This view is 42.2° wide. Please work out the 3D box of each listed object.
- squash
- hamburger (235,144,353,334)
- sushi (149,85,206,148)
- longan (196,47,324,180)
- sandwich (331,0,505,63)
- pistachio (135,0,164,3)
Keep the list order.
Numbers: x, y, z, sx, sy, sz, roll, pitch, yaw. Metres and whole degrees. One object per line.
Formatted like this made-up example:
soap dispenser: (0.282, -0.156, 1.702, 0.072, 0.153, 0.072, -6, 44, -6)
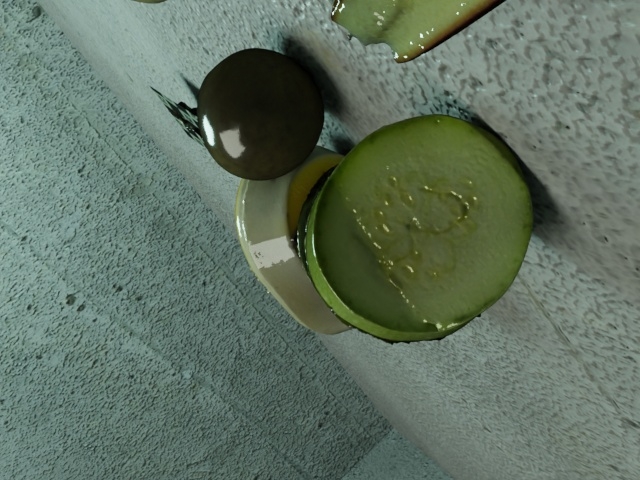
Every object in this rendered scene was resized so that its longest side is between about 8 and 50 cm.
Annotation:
squash: (0.089, -0.003, 0.809, 0.220, 0.220, 0.133, 48, 173, 1)
hamburger: (0.000, 0.000, 1.199, 0.151, 0.227, 0.295, 1, 134, 44)
sushi: (-0.240, -0.247, 1.741, 0.215, 0.050, 0.192, 35, 168, 32)
longan: (-0.080, -0.161, 1.064, 0.167, 0.167, 0.187, 50, 180, -14)
sandwich: (0.083, -0.184, 0.497, 0.094, 0.096, 0.258, 43, 169, -8)
pistachio: (-0.257, -0.388, 1.109, 0.185, 0.124, 0.124, 38, 167, 19)
